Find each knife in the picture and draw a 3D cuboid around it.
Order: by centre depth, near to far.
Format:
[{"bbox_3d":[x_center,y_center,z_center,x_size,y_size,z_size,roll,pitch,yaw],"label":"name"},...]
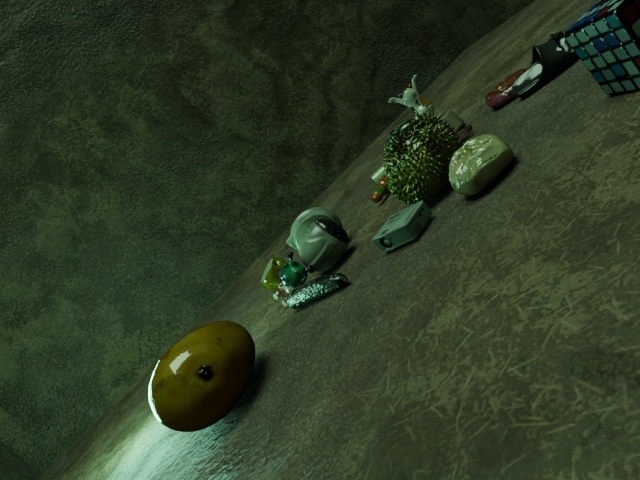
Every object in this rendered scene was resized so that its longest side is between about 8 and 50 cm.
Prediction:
[{"bbox_3d":[0.468,-0.346,1.969,0.247,0.018,0.035,-29,31,59],"label":"knife"}]

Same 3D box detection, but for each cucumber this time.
[{"bbox_3d":[-0.011,0.149,1.674,0.293,0.067,0.067,-30,16,50],"label":"cucumber"},{"bbox_3d":[0.775,-0.629,1.837,0.067,0.067,0.245,-31,16,49],"label":"cucumber"}]

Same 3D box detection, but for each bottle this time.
[{"bbox_3d":[0.256,-0.212,2.121,0.187,0.069,0.069,-52,13,-32],"label":"bottle"},{"bbox_3d":[0.308,-0.314,2.316,0.201,0.072,0.072,-43,10,5],"label":"bottle"}]

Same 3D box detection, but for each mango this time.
[{"bbox_3d":[-0.318,0.365,1.530,0.300,0.232,0.446,-48,1,2],"label":"mango"}]

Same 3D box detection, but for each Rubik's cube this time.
[{"bbox_3d":[0.666,-0.440,1.131,0.182,0.187,0.184,-43,12,-1],"label":"Rubik's cube"}]

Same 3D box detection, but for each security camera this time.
[{"bbox_3d":[0.000,0.000,1.915,0.191,0.197,0.277,-54,15,10],"label":"security camera"}]

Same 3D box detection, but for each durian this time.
[{"bbox_3d":[0.309,-0.241,1.647,0.291,0.224,0.291,-27,55,46],"label":"durian"}]

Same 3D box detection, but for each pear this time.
[{"bbox_3d":[-0.179,0.143,2.240,0.141,0.104,0.141,-157,90,-82],"label":"pear"}]

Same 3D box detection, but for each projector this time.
[{"bbox_3d":[0.228,-0.035,1.505,0.115,0.061,0.147,-48,11,-33],"label":"projector"}]

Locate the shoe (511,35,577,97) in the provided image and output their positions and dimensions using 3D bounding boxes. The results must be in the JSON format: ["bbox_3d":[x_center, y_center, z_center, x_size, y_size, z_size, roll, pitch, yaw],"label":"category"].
[{"bbox_3d":[0.691,-0.558,1.701,0.241,0.093,0.108,-43,34,29],"label":"shoe"}]

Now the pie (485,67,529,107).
[{"bbox_3d":[0.663,-0.533,1.908,0.182,0.049,0.182,-39,16,13],"label":"pie"}]

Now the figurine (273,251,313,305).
[{"bbox_3d":[-0.103,0.132,1.855,0.102,0.111,0.195,-52,-7,-34],"label":"figurine"}]

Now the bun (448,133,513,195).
[{"bbox_3d":[0.398,-0.197,1.378,0.188,0.111,0.164,-42,13,-13],"label":"bun"}]

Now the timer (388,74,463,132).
[{"bbox_3d":[0.405,-0.499,2.113,0.175,0.266,0.175,-43,6,6],"label":"timer"}]

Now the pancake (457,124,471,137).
[{"bbox_3d":[0.511,-0.388,2.006,0.115,0.011,0.115,-42,10,9],"label":"pancake"}]
